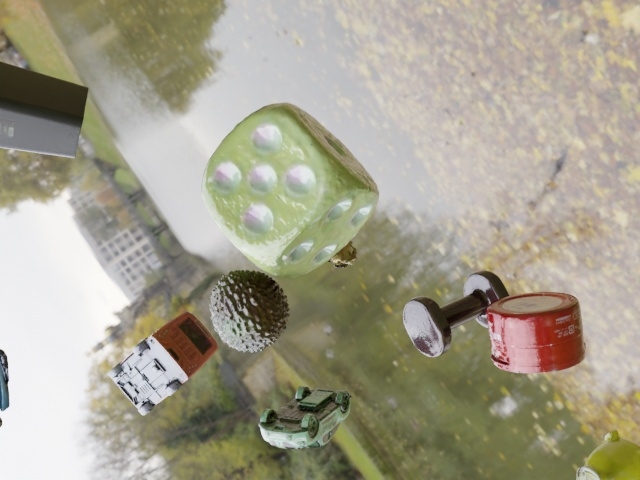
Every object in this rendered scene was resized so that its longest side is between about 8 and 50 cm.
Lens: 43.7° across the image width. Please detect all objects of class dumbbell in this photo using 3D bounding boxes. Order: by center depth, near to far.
[{"bbox_3d":[0.307,0.161,1.778,0.140,0.226,0.124,64,152,15],"label":"dumbbell"}]

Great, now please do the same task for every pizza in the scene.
[{"bbox_3d":[0.000,0.000,2.272,0.288,0.074,0.251,44,-153,-12],"label":"pizza"}]

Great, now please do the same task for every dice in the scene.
[{"bbox_3d":[-0.056,-0.096,1.535,0.254,0.250,0.252,51,-166,20],"label":"dice"}]

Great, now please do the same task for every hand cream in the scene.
[{"bbox_3d":[0.439,0.184,1.628,0.193,0.193,0.125,-162,63,-75],"label":"hand cream"}]

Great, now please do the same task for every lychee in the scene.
[{"bbox_3d":[-0.141,0.130,1.536,0.171,0.171,0.171,53,170,13],"label":"lychee"}]

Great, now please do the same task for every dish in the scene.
[{"bbox_3d":[0.624,0.555,1.721,0.221,0.108,0.262,-159,70,-74],"label":"dish"}]

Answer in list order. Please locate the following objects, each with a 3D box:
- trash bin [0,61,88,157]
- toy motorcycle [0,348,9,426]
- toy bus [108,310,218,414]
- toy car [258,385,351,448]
[{"bbox_3d":[-0.569,-0.249,1.517,0.165,0.226,0.115,-104,32,-51],"label":"trash bin"},{"bbox_3d":[-0.799,0.277,1.765,0.232,0.172,0.416,32,132,44],"label":"toy motorcycle"},{"bbox_3d":[-0.538,0.415,2.715,0.203,0.233,0.427,50,138,-1],"label":"toy bus"},{"bbox_3d":[-0.032,0.454,1.985,0.306,0.136,0.125,-23,-70,-61],"label":"toy car"}]
